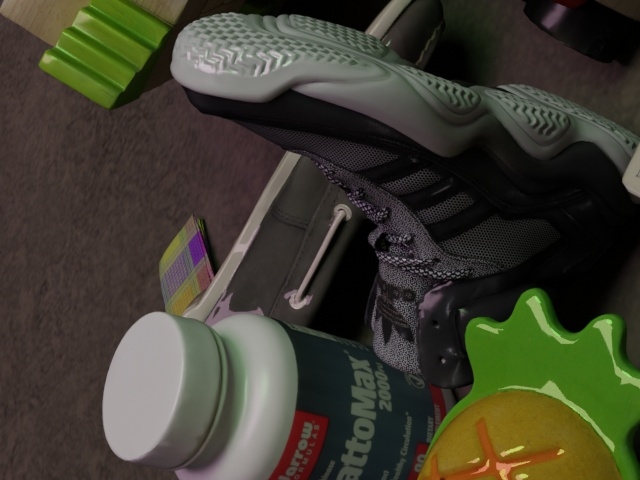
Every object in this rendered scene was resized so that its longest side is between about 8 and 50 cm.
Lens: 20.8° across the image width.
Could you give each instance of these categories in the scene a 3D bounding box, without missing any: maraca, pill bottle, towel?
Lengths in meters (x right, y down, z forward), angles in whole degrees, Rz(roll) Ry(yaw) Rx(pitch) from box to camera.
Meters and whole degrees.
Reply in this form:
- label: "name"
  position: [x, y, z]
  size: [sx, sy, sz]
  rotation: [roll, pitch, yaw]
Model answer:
- label: "maraca"
  position: [0.101, 0.117, 0.826]
  size: [0.127, 0.099, 0.185]
  rotation: [18, 103, 33]
- label: "pill bottle"
  position: [-0.023, 0.099, 0.964]
  size: [0.108, 0.180, 0.108]
  rotation: [-28, 54, 47]
- label: "towel"
  position: [-0.095, 0.028, 1.254]
  size: [0.060, 0.009, 0.083]
  rotation: [-52, 38, 29]

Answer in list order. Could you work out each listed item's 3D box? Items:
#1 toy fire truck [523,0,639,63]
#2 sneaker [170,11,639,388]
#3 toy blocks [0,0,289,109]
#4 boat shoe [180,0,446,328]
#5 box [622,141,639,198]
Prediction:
- label: "toy fire truck"
  position: [0.051, -0.201, 0.935]
  size: [0.158, 0.246, 0.217]
  rotation: [-59, 36, 19]
- label: "sneaker"
  position: [0.037, -0.012, 0.857]
  size: [0.101, 0.269, 0.153]
  rotation: [43, 116, 58]
- label: "toy blocks"
  position: [-0.050, -0.244, 1.088]
  size: [0.261, 0.191, 0.381]
  rotation: [-60, -5, 19]
- label: "boat shoe"
  position: [0.000, 0.000, 1.078]
  size: [0.335, 0.095, 0.112]
  rotation: [-57, 1, 16]
- label: "box"
  position: [0.233, -0.113, 0.665]
  size: [0.113, 0.094, 0.275]
  rotation: [37, 105, 57]
